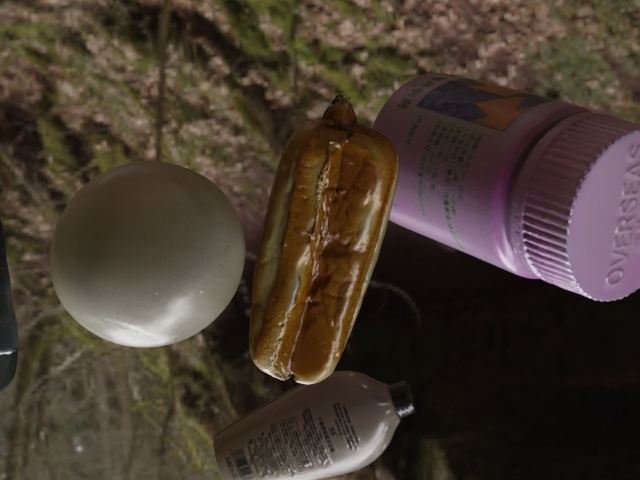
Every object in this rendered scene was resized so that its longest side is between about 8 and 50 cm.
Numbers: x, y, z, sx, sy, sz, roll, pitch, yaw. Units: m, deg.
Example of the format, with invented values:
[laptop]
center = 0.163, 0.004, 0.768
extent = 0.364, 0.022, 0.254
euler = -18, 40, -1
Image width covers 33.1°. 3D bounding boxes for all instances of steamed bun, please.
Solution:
[steamed bun]
center = -0.286, 0.017, 1.783
extent = 0.324, 0.324, 0.206
euler = -7, 159, 0

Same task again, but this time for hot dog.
[hot dog]
center = 0.000, 0.000, 0.907
extent = 0.102, 0.249, 0.076
euler = 11, -164, -9

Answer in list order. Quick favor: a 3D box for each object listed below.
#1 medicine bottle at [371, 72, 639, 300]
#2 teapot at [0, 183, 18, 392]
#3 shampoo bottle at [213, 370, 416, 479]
[medicine bottle]
center = 0.197, -0.062, 1.087
extent = 0.178, 0.178, 0.290
euler = -7, -160, -36
[teapot]
center = -0.433, 0.033, 1.144
extent = 0.223, 0.285, 0.305
euler = 2, -172, -15
[shampoo bottle]
center = -0.003, 0.237, 1.349
extent = 0.256, 0.127, 0.078
euler = -20, 179, 7
